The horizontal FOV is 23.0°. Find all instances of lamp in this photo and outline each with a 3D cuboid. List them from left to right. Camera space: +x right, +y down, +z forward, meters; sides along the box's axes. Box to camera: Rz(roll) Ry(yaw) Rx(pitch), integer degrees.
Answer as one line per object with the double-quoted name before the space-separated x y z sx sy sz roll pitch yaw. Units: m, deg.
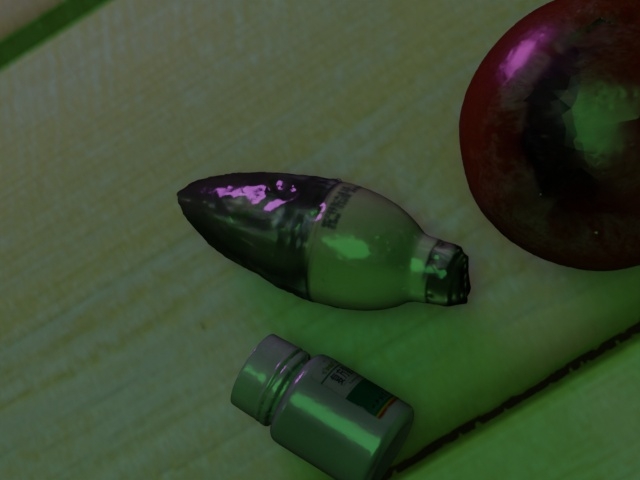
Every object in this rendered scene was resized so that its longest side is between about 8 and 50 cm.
"lamp" 0.000 0.000 1.243 0.250 0.101 0.101 14 86 19

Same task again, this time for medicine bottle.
"medicine bottle" 0.001 0.133 1.231 0.130 0.080 0.080 31 90 14

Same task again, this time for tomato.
"tomato" 0.205 -0.080 1.162 0.208 0.184 0.208 -2 81 11
